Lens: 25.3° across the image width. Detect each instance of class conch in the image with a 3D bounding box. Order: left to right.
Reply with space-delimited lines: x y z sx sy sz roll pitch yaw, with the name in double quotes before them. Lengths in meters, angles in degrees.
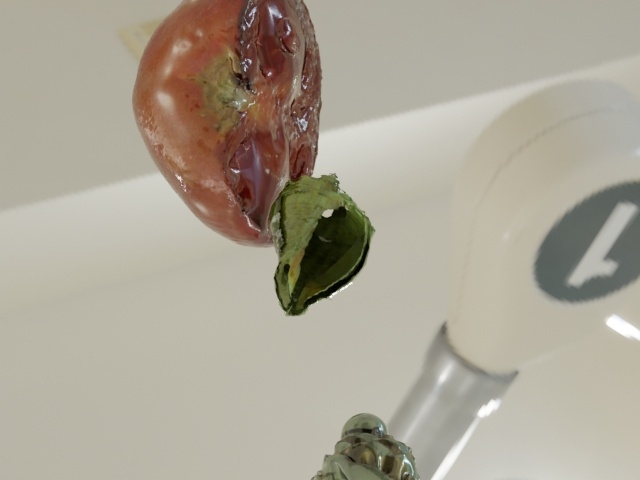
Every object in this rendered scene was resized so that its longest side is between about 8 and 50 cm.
"conch" 0.000 0.000 1.080 0.074 0.089 0.121 36 -123 -36

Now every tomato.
"tomato" -0.087 -0.113 1.232 0.139 0.233 0.200 4 172 22

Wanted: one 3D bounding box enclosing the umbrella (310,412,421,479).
"umbrella" 0.021 0.154 0.738 0.062 0.067 0.143 33 -138 -33
